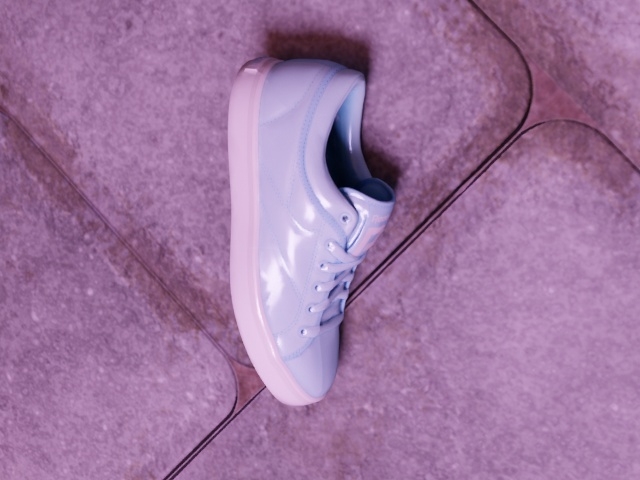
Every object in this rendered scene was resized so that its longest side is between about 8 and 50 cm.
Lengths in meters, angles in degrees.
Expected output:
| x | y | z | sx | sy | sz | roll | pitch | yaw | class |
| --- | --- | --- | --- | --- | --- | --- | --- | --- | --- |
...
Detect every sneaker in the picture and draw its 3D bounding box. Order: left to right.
| x | y | z | sx | sy | sz | roll | pitch | yaw | class |
| --- | --- | --- | --- | --- | --- | --- | --- | --- | --- |
| 0.000 | 0.000 | 1.036 | 0.150 | 0.135 | 0.366 | 3 | 108 | 30 | sneaker |
